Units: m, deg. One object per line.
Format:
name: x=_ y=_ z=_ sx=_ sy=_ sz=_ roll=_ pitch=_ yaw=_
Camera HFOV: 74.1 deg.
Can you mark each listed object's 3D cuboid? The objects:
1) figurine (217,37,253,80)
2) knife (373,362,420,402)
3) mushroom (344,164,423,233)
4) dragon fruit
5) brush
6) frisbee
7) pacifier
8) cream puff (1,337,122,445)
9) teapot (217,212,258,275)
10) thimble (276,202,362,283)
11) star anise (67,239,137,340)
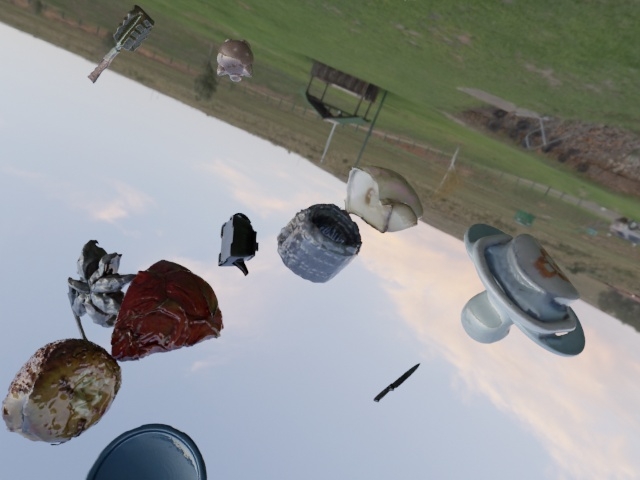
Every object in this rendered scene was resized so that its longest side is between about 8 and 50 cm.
figurine: x=-0.290 y=-0.619 z=1.450 sx=0.125 sy=0.138 sz=0.125 roll=-1 pitch=167 yaw=0
knife: x=0.218 y=0.402 z=1.200 sx=0.023 sy=0.170 sz=0.010 roll=46 pitch=173 yaw=48
mushroom: x=0.184 y=-0.131 z=1.120 sx=0.173 sy=0.162 sz=0.236 roll=-19 pitch=-155 yaw=-18
dragon fruit: x=-0.459 y=0.251 z=1.238 sx=0.302 sy=0.240 sz=0.330 roll=27 pitch=-147 yaw=10
brush: x=-0.667 y=-0.635 z=1.400 sx=0.084 sy=0.301 sz=0.071 roll=48 pitch=-164 yaw=-3
frisbee: x=-0.417 y=0.595 z=1.018 sx=0.289 sy=0.049 sz=0.289 roll=2 pitch=-119 yaw=-4
pacifier: x=0.328 y=0.103 z=0.768 sx=0.227 sy=0.207 sz=0.279 roll=0 pitch=-130 yaw=-33
cream puff: x=-0.589 y=0.338 z=0.969 sx=0.164 sy=0.240 sz=0.240 roll=15 pitch=-167 yaw=25
teapot: x=-0.209 y=0.009 z=1.127 sx=0.096 sy=0.087 sz=0.177 roll=14 pitch=-118 yaw=-31
thimble: x=0.000 y=0.000 z=1.249 sx=0.236 sy=0.172 sz=0.205 roll=18 pitch=-140 yaw=-36
star anise: x=-0.707 y=0.175 z=1.351 sx=0.316 sy=0.359 sz=0.139 roll=-15 pitch=-178 yaw=28
